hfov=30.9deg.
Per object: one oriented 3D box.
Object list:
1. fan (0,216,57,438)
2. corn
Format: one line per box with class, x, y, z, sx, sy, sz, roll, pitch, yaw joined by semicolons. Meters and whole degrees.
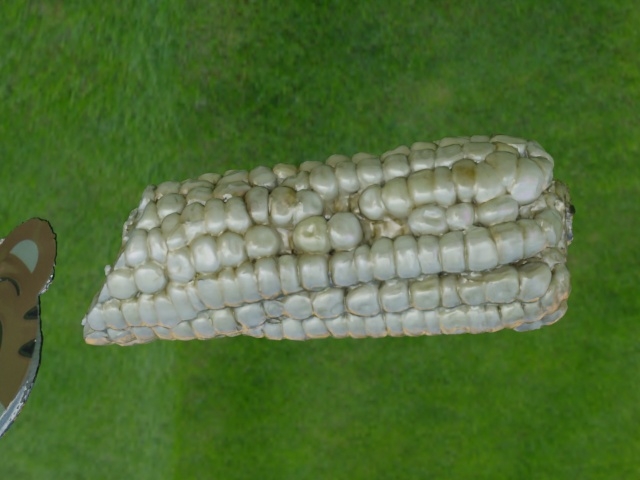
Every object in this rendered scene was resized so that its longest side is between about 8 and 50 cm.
fan;-0.197;0.098;0.587;0.152;0.227;0.008;-18;146;29
corn;0.000;0.000;0.483;0.210;0.087;0.087;-2;142;3
